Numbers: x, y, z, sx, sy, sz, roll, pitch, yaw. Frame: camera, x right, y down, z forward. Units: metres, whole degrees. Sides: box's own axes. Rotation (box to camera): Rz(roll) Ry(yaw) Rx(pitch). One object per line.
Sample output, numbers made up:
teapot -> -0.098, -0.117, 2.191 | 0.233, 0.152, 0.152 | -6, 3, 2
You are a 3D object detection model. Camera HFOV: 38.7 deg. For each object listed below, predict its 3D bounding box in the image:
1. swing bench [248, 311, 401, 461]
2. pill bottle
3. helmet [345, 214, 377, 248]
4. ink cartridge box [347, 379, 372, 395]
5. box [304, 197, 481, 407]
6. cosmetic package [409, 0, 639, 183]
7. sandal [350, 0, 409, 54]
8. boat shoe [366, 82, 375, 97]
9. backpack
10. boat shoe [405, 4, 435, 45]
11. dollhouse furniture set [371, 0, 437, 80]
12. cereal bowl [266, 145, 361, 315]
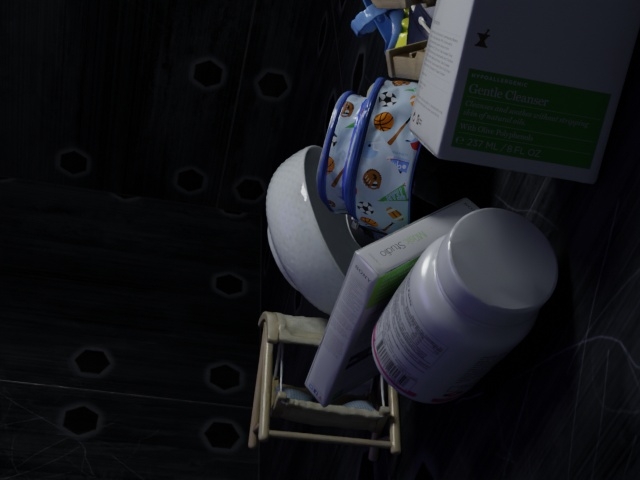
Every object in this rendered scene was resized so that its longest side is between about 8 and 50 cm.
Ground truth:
swing bench -> 0.012, 0.257, 1.662 | 0.165, 0.253, 0.255 | 126, 150, -69
pill bottle -> 0.176, 0.087, 1.144 | 0.283, 0.160, 0.161 | 116, 160, -59
helmet -> 0.114, -0.060, 1.611 | 0.161, 0.169, 0.170 | -140, 58, -64
ink cartridge box -> 0.072, 0.223, 1.892 | 0.104, 0.061, 0.181 | 118, 158, -62
box -> 0.109, 0.097, 1.373 | 0.058, 0.232, 0.322 | 47, 141, 24
cosmetic package -> 0.237, -0.267, 0.999 | 0.155, 0.196, 0.366 | -110, 28, -69
sandal -> 0.143, -0.530, 1.903 | 0.126, 0.138, 0.318 | 121, 157, -70
boat shoe -> 0.133, -0.299, 2.032 | 0.043, 0.049, 0.137 | 52, -152, -44
backpack -> 0.111, -0.130, 1.408 | 0.263, 0.213, 0.277 | 67, -148, -80
boat shoe -> 0.184, -0.396, 1.571 | 0.341, 0.127, 0.158 | -101, 29, -59
dollhouse furniture set -> 0.167, -0.359, 1.312 | 0.161, 0.212, 0.242 | 27, 131, 60
cereal bowl -> 0.000, 0.000, 1.715 | 0.339, 0.141, 0.339 | 52, -157, -32
